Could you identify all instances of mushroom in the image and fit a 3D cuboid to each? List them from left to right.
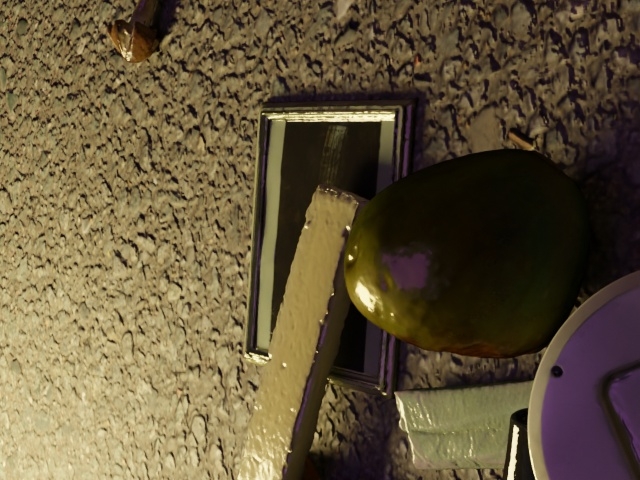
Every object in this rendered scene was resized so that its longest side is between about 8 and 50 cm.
[{"bbox_3d":[-0.210,-0.308,1.275,0.060,0.061,0.187,37,111,46],"label":"mushroom"}]

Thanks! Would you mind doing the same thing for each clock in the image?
[{"bbox_3d":[0.258,0.128,0.691,0.230,0.083,0.230,-3,81,20],"label":"clock"}]

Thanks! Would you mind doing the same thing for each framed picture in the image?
[{"bbox_3d":[0.000,0.000,1.071,0.231,0.018,0.293,6,93,47],"label":"framed picture"}]

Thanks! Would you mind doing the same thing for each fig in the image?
[{"bbox_3d":[0.123,0.011,0.827,0.191,0.181,0.181,-46,54,8],"label":"fig"}]

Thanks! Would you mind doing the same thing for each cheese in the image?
[{"bbox_3d":[-0.028,0.142,1.038,0.085,0.034,0.400,24,101,44],"label":"cheese"}]

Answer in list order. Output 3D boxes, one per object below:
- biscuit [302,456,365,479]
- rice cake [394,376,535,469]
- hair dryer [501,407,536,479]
[{"bbox_3d":[-0.030,0.327,1.077,0.324,0.049,0.205,-23,72,42],"label":"biscuit"},{"bbox_3d":[0.157,0.158,0.883,0.221,0.042,0.080,-13,85,43],"label":"rice cake"},{"bbox_3d":[0.245,0.255,0.770,0.271,0.091,0.236,9,106,33],"label":"hair dryer"}]
